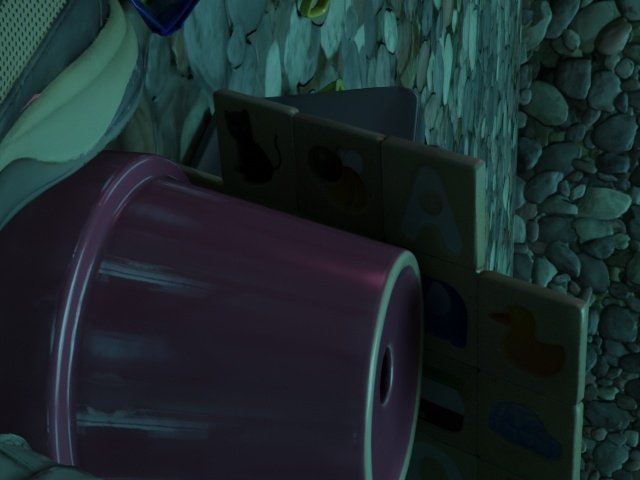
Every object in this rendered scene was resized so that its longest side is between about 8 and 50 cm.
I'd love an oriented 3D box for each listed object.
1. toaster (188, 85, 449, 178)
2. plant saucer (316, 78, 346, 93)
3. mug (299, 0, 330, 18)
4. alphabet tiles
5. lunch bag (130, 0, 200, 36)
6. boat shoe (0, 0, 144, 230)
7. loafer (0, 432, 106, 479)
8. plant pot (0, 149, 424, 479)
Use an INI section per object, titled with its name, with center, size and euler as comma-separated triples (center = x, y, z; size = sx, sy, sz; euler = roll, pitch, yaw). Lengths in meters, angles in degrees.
[toaster]
center = 0.000, 0.000, 0.813
size = 0.110, 0.185, 0.168
euler = -75, 154, -45
[plant saucer]
center = -0.002, -0.011, 1.028
size = 0.188, 0.045, 0.188
euler = 62, 35, -65
[mug]
center = 0.011, -0.220, 0.995
size = 0.064, 0.062, 0.078
euler = -37, 123, -61
[alphabet tiles]
center = 0.020, 0.089, 0.706
size = 0.011, 0.285, 0.343
euler = -33, 130, -41
[lunch bag]
center = -0.067, -0.202, 0.644
size = 0.151, 0.096, 0.129
euler = 100, 3, -49
[boat shoe]
center = -0.153, -0.034, 0.327
size = 0.355, 0.132, 0.130
euler = -77, 156, -60
[loafer]
center = -0.153, 0.187, 0.369
size = 0.112, 0.111, 0.319
euler = 80, 20, -43
[plant pot]
center = -0.049, 0.061, 0.601
size = 0.201, 0.180, 0.201
euler = 5, 90, -75
